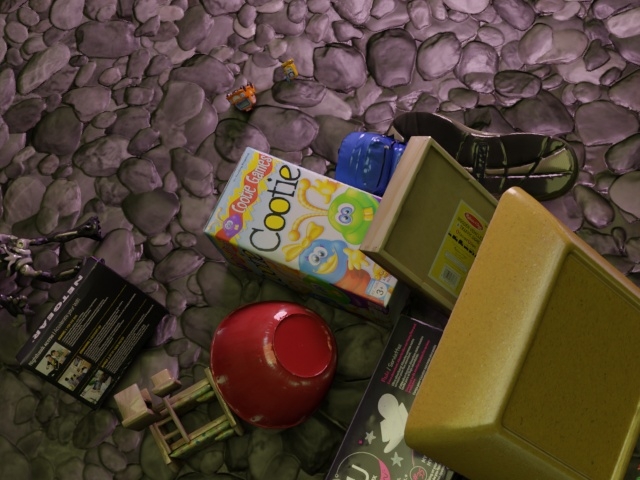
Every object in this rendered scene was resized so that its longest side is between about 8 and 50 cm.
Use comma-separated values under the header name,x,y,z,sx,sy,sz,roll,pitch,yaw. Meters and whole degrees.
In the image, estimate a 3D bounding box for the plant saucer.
name,x,y,z,sx,sy,sz,roll,pitch,yaw
plant saucer,0.294,0.155,0.962,0.081,0.332,0.333,3,63,57

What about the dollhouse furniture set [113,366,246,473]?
name,x,y,z,sx,sy,sz,roll,pitch,yaw
dollhouse furniture set,-0.152,0.218,1.079,0.181,0.161,0.101,-30,69,-1

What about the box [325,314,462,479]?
name,x,y,z,sx,sy,sz,roll,pitch,yaw
box,0.121,0.245,1.026,0.142,0.163,0.247,22,75,19

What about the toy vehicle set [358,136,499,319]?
name,x,y,z,sx,sy,sz,roll,pitch,yaw
toy vehicle set,0.178,0.006,1.065,0.035,0.267,0.166,7,66,52

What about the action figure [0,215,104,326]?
name,x,y,z,sx,sy,sz,roll,pitch,yaw
action figure,-0.463,0.045,1.206,0.275,0.141,0.164,-10,71,-11

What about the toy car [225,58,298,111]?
name,x,y,z,sx,sy,sz,roll,pitch,yaw
toy car,-0.090,-0.245,1.293,0.122,0.060,0.041,-27,100,6

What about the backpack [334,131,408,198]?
name,x,y,z,sx,sy,sz,roll,pitch,yaw
backpack,0.085,-0.107,1.142,0.101,0.120,0.098,8,89,43

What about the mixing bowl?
name,x,y,z,sx,sy,sz,roll,pitch,yaw
mixing bowl,-0.045,0.152,1.073,0.181,0.098,0.182,13,63,-26

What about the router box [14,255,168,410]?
name,x,y,z,sx,sy,sz,roll,pitch,yaw
router box,-0.325,0.133,1.157,0.179,0.133,0.046,-55,29,-12

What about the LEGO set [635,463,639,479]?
name,x,y,z,sx,sy,sz,roll,pitch,yaw
LEGO set,0.456,0.277,0.978,0.287,0.132,0.107,-7,62,-17

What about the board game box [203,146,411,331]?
name,x,y,z,sx,sy,sz,roll,pitch,yaw
board game box,0.000,0.000,1.142,0.275,0.144,0.142,22,75,16

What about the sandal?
name,x,y,z,sx,sy,sz,roll,pitch,yaw
sandal,0.225,-0.110,1.172,0.302,0.086,0.120,16,94,30
